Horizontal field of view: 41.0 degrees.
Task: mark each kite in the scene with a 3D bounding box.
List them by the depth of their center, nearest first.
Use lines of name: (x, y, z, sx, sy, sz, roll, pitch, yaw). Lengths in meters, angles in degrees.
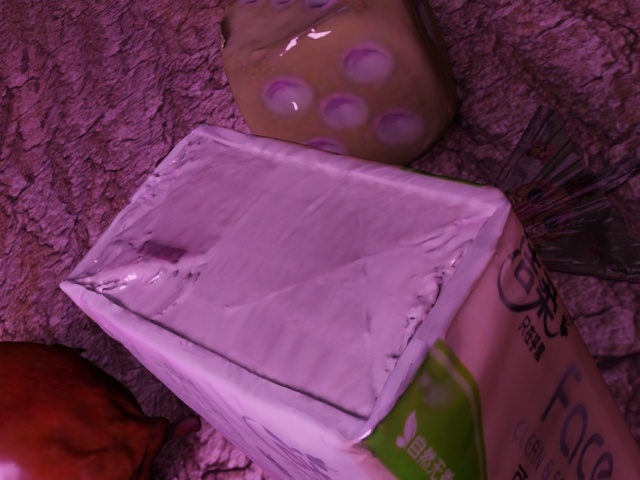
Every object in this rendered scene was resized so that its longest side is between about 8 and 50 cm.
kite: (0.268, -0.048, 0.957, 0.268, 0.013, 0.323, -28, 42, 15)

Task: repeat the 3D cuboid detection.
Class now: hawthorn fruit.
hawthorn fruit: (-0.337, 0.258, 0.937, 0.325, 0.308, 0.308, 9, 60, 30)

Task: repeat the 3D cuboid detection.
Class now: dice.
dice: (0.027, -0.246, 1.134, 0.250, 0.254, 0.252, -20, 43, 18)

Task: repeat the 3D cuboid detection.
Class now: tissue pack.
tissue pack: (0.051, 0.121, 0.673, 0.332, 0.405, 0.205, 16, 62, 44)

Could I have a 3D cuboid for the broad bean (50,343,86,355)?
broad bean: (-0.454, 0.202, 1.250, 0.318, 0.056, 0.098, -23, 49, 27)
